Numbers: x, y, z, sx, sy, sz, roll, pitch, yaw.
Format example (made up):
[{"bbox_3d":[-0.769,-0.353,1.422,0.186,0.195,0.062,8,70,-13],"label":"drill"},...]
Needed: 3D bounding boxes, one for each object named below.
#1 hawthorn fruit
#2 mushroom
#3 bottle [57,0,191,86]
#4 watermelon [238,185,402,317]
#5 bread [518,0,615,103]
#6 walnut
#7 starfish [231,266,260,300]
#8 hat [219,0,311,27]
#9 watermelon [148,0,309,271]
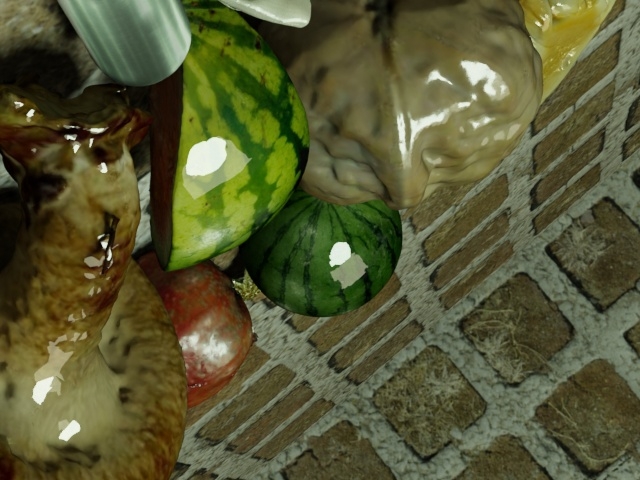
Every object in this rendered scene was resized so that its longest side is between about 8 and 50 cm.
[{"bbox_3d":[-0.185,0.114,1.568,0.235,0.181,0.181,-37,165,-12],"label":"hawthorn fruit"},{"bbox_3d":[-0.214,0.085,1.154,0.356,0.334,0.331,-29,171,14],"label":"mushroom"},{"bbox_3d":[-0.151,-0.180,0.984,0.096,0.079,0.253,-15,165,-1],"label":"bottle"},{"bbox_3d":[0.000,0.000,1.651,0.188,0.188,0.214,-35,158,-19],"label":"watermelon"},{"bbox_3d":[0.200,-0.204,1.678,0.173,0.121,0.311,-19,154,-46],"label":"bread"},{"bbox_3d":[0.064,-0.146,1.299,0.273,0.227,0.273,-29,159,-13],"label":"walnut"},{"bbox_3d":[-0.112,0.057,1.830,0.176,0.053,0.208,-34,161,15],"label":"starfish"},{"bbox_3d":[-0.044,-0.270,0.969,0.226,0.164,0.219,-102,-163,-67],"label":"hat"},{"bbox_3d":[-0.075,-0.071,1.234,0.128,0.159,0.303,-4,150,-13],"label":"watermelon"}]
